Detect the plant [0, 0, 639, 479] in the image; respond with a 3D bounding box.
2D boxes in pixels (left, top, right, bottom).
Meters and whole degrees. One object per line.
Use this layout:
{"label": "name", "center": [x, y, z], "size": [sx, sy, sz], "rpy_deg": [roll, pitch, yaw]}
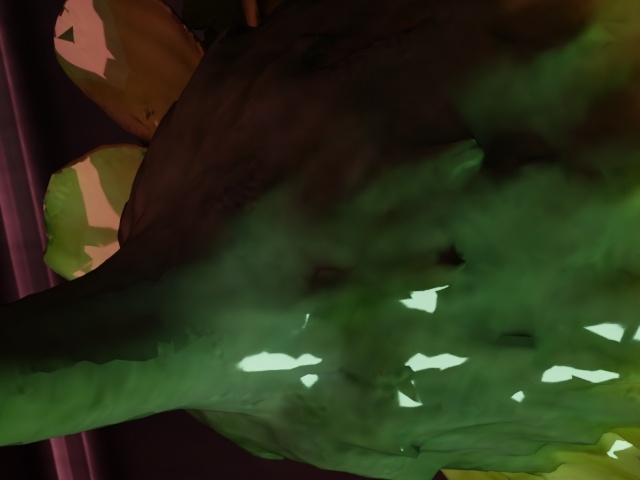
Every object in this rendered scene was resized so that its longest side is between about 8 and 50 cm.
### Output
{"label": "plant", "center": [0.038, 0.017, 0.450], "size": [0.261, 0.297, 0.306], "rpy_deg": [43, 133, -14]}
